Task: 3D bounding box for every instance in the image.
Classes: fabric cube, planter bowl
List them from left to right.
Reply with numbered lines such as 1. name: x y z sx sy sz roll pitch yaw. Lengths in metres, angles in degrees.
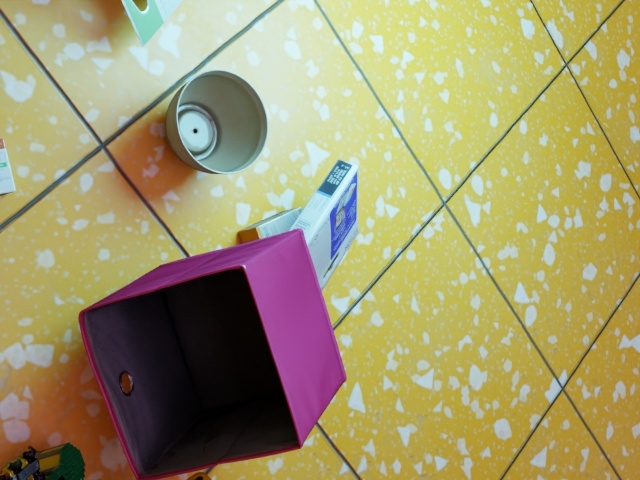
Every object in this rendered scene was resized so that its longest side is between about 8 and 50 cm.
1. planter bowl: -0.178 -0.179 1.481 0.162 0.109 0.162 3 85 -35
2. fabric cube: -0.140 0.151 1.334 0.258 0.259 0.254 -41 115 -71

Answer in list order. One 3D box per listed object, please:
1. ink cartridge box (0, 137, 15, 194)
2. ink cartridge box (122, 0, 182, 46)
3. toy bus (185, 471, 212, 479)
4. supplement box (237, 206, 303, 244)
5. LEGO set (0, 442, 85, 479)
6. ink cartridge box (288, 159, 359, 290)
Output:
1. ink cartridge box: -0.472 -0.117 1.314 0.062 0.029 0.115 -15 95 -35
2. ink cartridge box: -0.248 -0.437 1.436 0.235 0.056 0.171 -54 149 -26
3. toy bus: -0.184 0.451 1.304 0.108 0.130 0.333 -34 150 -34
4. supplement box: -0.079 -0.020 1.567 0.098 0.062 0.036 -26 100 -35
5. LEGO set: -0.400 0.445 1.238 0.255 0.192 0.331 -65 135 -71
6. ink cartridge box: 0.000 0.000 1.586 0.206 0.045 0.208 -57 161 -26
